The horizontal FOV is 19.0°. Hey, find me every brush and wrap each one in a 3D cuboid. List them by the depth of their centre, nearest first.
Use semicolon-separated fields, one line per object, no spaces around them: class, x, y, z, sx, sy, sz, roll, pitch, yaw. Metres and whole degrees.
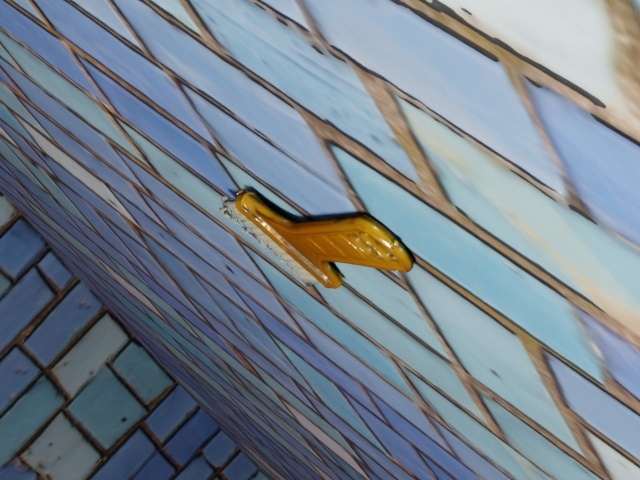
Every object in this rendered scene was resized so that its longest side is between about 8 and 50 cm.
brush;0.000;0.000;1.184;0.090;0.017;0.314;42;171;-11
